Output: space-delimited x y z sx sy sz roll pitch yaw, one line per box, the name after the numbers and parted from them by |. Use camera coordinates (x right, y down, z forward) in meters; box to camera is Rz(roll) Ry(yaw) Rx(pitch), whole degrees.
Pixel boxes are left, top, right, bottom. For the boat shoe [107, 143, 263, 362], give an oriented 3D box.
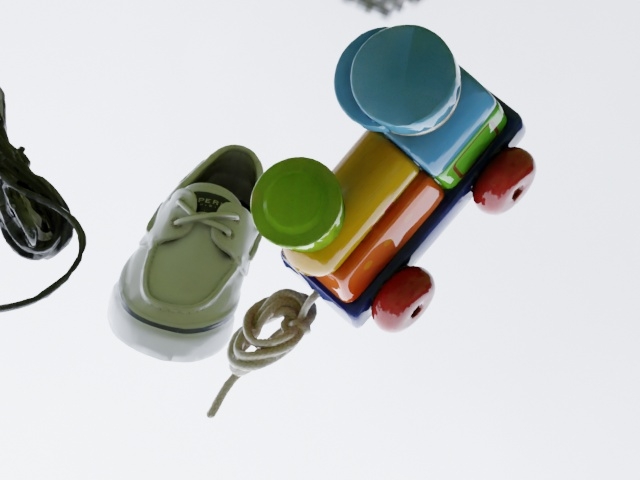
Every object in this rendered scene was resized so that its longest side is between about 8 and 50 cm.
-0.089 0.000 1.048 0.096 0.088 0.267 18 -155 5 | boat shoe

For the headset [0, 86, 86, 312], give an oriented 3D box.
-0.267 0.044 0.648 0.394 0.243 0.185 -35 -78 -48 | headset

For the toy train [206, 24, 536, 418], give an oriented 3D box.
0.000 0.000 0.732 0.105 0.143 0.248 41 -88 20 | toy train
